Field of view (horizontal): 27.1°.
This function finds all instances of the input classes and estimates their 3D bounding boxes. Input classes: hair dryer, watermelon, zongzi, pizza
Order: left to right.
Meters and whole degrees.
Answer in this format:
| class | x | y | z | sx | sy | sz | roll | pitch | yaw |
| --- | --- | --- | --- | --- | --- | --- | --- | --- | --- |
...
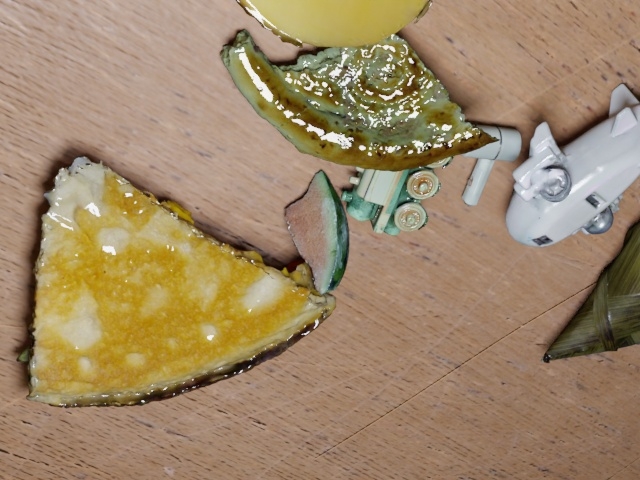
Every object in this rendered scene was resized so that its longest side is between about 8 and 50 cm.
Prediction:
| class | x | y | z | sx | sy | sz | roll | pitch | yaw |
| --- | --- | --- | --- | --- | --- | --- | --- | --- | --- |
| pizza | -0.251 | 0.107 | 1.841 | 0.435 | 0.080 | 0.392 | 31 | 114 | -23 |
| watermelon | 0.010 | 0.001 | 1.845 | 0.080 | 0.155 | 0.101 | -26 | 150 | 14 |
| hair dryer | 0.223 | -0.102 | 1.882 | 0.082 | 0.047 | 0.137 | 3 | 130 | -19 |
| zongzi | 0.446 | 0.076 | 2.030 | 0.242 | 0.112 | 0.221 | -14 | 128 | -7 |

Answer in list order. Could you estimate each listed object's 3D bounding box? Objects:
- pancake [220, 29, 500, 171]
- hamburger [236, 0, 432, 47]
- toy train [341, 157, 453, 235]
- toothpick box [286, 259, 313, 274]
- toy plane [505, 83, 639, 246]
| class | x | y | z | sx | sy | sz | roll | pitch | yaw |
| --- | --- | --- | --- | --- | --- | --- | --- | --- | --- |
| pancake | 0.053 | -0.184 | 1.710 | 0.376 | 0.054 | 0.197 | 11 | 109 | -9 |
| hamburger | 0.026 | -0.357 | 1.534 | 0.260 | 0.186 | 0.303 | 12 | 128 | 5 |
| toy train | 0.103 | -0.097 | 1.826 | 0.125 | 0.081 | 0.194 | 14 | 118 | -15 |
| toothpick box | -0.028 | 0.071 | 1.918 | 0.047 | 0.047 | 0.083 | -8 | 124 | -12 |
| toy plane | 0.367 | -0.095 | 1.880 | 0.266 | 0.123 | 0.267 | -20 | 142 | -17 |
